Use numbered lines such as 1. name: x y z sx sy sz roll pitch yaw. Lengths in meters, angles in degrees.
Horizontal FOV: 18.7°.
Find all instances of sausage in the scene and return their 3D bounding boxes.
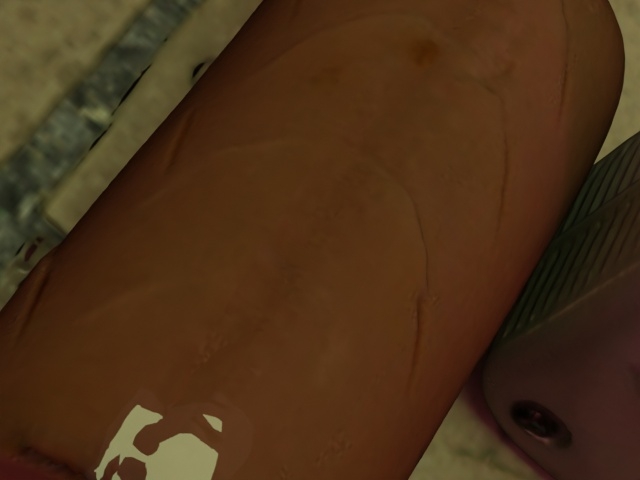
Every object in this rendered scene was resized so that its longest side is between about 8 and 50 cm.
1. sausage: 0.000 -0.001 0.588 0.121 0.121 0.304 40 50 -6

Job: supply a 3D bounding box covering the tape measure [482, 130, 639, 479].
1. tape measure: 0.201 0.040 0.586 0.231 0.271 0.133 36 53 -8
